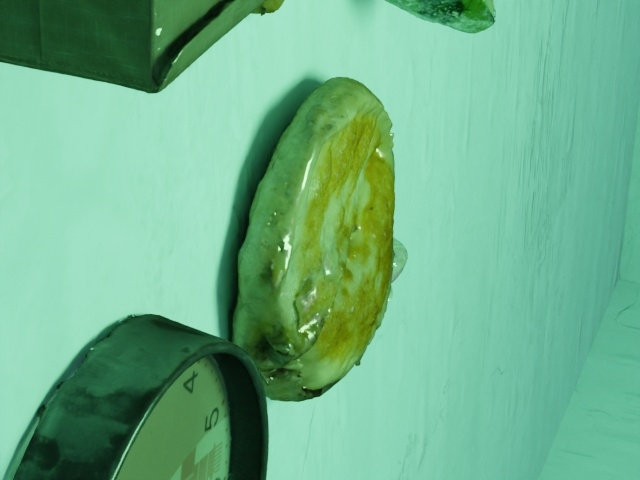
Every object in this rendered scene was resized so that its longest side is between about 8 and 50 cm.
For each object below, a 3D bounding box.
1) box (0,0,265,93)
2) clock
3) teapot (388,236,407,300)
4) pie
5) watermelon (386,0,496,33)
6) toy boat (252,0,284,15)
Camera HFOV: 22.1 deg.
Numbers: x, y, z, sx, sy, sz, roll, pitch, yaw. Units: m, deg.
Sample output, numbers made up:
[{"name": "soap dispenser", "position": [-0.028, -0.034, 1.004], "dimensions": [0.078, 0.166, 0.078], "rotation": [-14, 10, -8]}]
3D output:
[{"name": "box", "position": [-0.109, -0.206, 0.962], "dimensions": [0.231, 0.155, 0.149], "rotation": [-50, 147, -53]}, {"name": "clock", "position": [-0.145, 0.250, 1.284], "dimensions": [0.386, 0.076, 0.386], "rotation": [12, 90, -73]}, {"name": "teapot", "position": [0.053, 0.034, 1.787], "dimensions": [0.083, 0.064, 0.064], "rotation": [-15, 130, -34]}, {"name": "pie", "position": [0.000, 0.000, 1.569], "dimensions": [0.339, 0.077, 0.339], "rotation": [11, 90, -69]}, {"name": "watermelon", "position": [0.112, -0.338, 1.627], "dimensions": [0.257, 0.139, 0.193], "rotation": [-73, 160, -45]}, {"name": "toy boat", "position": [-0.063, -0.246, 1.215], "dimensions": [0.226, 0.068, 0.088], "rotation": [62, 38, -63]}]
